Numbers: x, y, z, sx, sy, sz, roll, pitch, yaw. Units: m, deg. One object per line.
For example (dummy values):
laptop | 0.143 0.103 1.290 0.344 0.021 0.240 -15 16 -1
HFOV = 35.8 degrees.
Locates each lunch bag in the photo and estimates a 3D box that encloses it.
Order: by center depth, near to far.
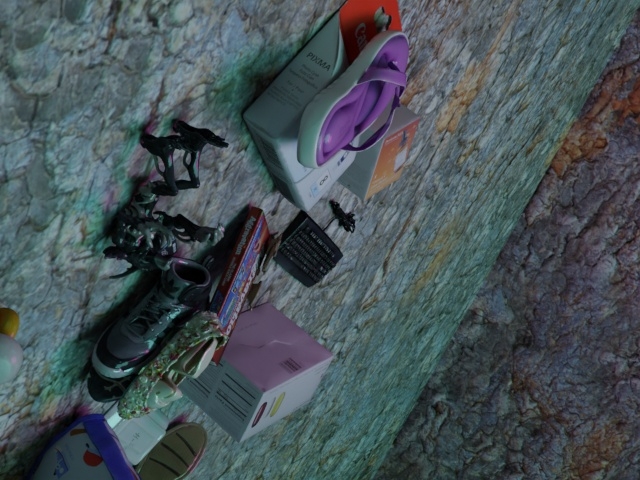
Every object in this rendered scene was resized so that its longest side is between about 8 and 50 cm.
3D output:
lunch bag | -0.410 0.557 1.794 0.239 0.328 0.385 4 121 -39

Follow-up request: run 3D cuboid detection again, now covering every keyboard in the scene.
keyboard | 0.000 0.000 2.199 0.201 0.033 0.317 -52 159 -3

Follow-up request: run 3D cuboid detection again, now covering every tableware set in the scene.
tableware set | -0.116 0.060 1.990 0.168 0.020 0.141 -62 -170 17

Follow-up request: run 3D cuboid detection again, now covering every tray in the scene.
tray | -0.388 0.396 2.037 0.145 0.030 0.270 -46 157 -13

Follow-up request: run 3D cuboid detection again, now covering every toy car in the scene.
toy car | -0.494 0.154 1.333 0.136 0.159 0.182 32 97 -34

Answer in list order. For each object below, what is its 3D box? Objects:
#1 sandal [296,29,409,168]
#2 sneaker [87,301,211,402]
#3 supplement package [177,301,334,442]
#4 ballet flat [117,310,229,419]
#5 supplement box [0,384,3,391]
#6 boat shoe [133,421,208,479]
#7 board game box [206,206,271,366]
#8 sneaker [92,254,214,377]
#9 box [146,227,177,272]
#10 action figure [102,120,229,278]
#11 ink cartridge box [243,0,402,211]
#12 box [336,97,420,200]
sandal | 0.085 -0.228 1.710 0.416 0.102 0.169 -50 155 -46
sneaker | -0.305 0.220 1.828 0.283 0.110 0.122 -37 157 -34
supplement package | -0.140 0.274 2.107 0.262 0.204 0.145 -20 142 -54
ballet flat | -0.250 0.224 1.697 0.241 0.077 0.091 -50 149 -5
supplement box | -0.513 0.225 1.478 0.036 0.062 0.098 -15 137 -55
boat shoe | -0.370 0.525 2.188 0.302 0.113 0.103 -48 -176 -25
board game box | -0.162 0.089 1.870 0.145 0.027 0.281 84 26 -67
sneaker | -0.282 0.116 1.703 0.268 0.101 0.153 -41 165 -41
box | -0.275 0.009 1.678 0.067 0.018 0.083 -40 155 -28
action figure | -0.238 -0.036 1.524 0.164 0.141 0.275 -20 139 -56
ink cartridge box | 0.045 -0.266 1.799 0.385 0.091 0.308 -47 158 -10
box | 0.115 -0.191 2.051 0.130 0.091 0.170 -34 152 -39
